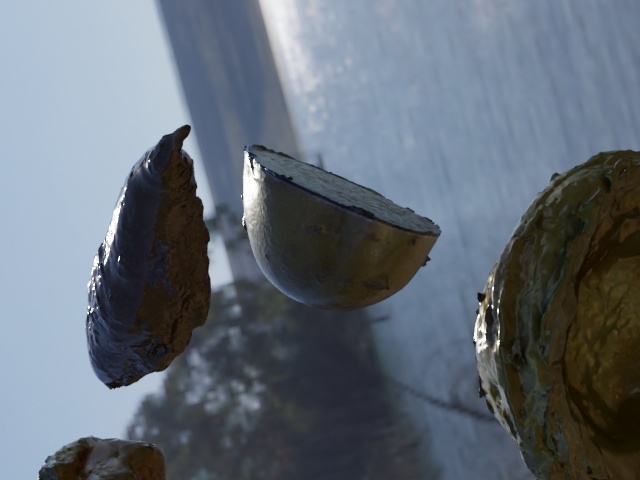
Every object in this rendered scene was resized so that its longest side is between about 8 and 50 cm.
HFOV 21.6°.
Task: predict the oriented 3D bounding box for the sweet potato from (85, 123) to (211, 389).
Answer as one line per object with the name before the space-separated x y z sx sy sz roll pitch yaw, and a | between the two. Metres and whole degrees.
sweet potato | -0.085 0.013 0.859 0.060 0.068 0.206 -53 -16 -41

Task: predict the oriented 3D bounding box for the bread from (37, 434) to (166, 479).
bread | -0.184 0.342 1.283 0.185 0.109 0.380 -44 -41 -61

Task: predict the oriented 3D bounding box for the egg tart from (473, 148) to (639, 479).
egg tart | 0.207 0.073 1.180 0.118 0.288 0.288 -3 105 51

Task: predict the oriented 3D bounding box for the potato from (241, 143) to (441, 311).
potato | 0.000 0.000 1.538 0.117 0.202 0.182 -68 -15 11
